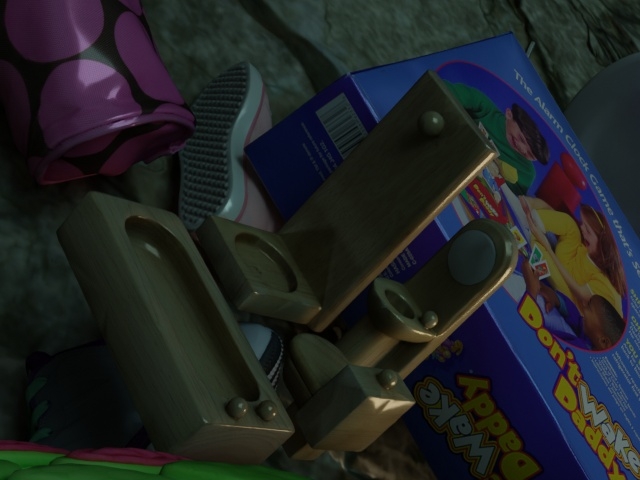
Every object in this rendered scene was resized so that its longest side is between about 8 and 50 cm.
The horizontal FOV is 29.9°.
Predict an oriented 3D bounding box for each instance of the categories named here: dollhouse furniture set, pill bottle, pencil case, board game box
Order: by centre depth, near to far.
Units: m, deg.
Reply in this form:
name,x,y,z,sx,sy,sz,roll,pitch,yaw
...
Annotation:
name,x,y,z,sx,sy,sz,roll,pitch,yaw
dollhouse furniture set,0.000,0.000,0.485,0.151,0.123,0.144,17,34,-50
pencil case,-0.130,-0.129,0.610,0.098,0.095,0.209,9,59,-61
board game box,0.129,0.057,0.684,0.347,0.078,0.233,60,32,3
pill bottle,0.315,-0.026,0.875,0.283,0.160,0.160,13,57,-35

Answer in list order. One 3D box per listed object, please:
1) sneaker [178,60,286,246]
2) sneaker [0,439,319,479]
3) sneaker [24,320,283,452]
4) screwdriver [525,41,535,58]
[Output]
name,x,y,z,sx,sy,sz,roll,pitch,yaw
sneaker,-0.040,-0.035,0.659,0.070,0.051,0.134,44,32,-35
sneaker,0.003,0.205,0.399,0.483,0.185,0.202,38,60,-37
sneaker,-0.108,0.104,0.510,0.098,0.083,0.223,27,45,13
screwdriver,0.139,-0.110,0.876,0.025,0.024,0.170,64,33,-33
